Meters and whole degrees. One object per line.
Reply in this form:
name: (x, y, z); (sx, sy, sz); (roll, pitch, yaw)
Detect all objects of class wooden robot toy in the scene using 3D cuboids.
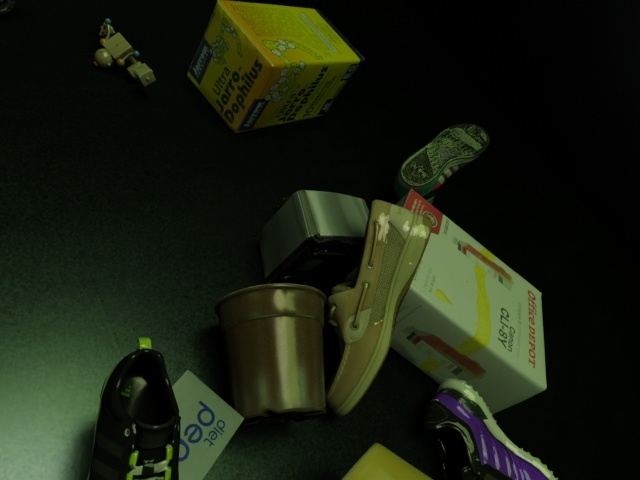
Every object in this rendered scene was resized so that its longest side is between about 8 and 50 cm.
wooden robot toy: (-0.409, -0.360, 0.917); (0.079, 0.076, 0.173); (-39, 82, -14)

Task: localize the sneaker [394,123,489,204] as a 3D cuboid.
sneaker: (0.308, -0.186, 1.229); (0.295, 0.178, 0.124); (-31, 76, -19)

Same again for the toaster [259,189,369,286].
toaster: (0.000, 0.000, 0.820); (0.168, 0.186, 0.110); (3, 58, -36)

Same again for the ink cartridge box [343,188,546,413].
ink cartridge box: (0.260, 0.119, 0.940); (0.385, 0.160, 0.279); (38, 40, -6)

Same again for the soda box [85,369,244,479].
soda box: (-0.207, 0.280, 0.481); (0.098, 0.091, 0.286); (41, 40, -1)

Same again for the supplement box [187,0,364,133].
supplement box: (-0.096, -0.415, 1.096); (0.195, 0.194, 0.356); (51, 41, 10)

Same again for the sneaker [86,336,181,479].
sneaker: (-0.173, 0.204, 0.427); (0.084, 0.097, 0.234); (5, 50, -33)

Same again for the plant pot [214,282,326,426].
plant pot: (-0.063, 0.169, 0.653); (0.167, 0.167, 0.165); (10, 58, -32)

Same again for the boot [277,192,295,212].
boot: (-0.023, -0.050, 0.952); (0.121, 0.045, 0.099); (42, 37, 10)

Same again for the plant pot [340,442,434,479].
plant pot: (0.102, 0.386, 0.538); (0.239, 0.254, 0.254); (41, 38, 22)

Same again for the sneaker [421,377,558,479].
sneaker: (0.279, 0.393, 0.776); (0.293, 0.102, 0.146); (47, 44, 13)

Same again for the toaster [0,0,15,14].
toaster: (-0.627, -0.467, 0.765); (0.146, 0.129, 0.227); (36, 34, -1)

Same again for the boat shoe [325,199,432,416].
boat shoe: (0.064, 0.105, 0.730); (0.110, 0.341, 0.121); (21, -1, 1)
